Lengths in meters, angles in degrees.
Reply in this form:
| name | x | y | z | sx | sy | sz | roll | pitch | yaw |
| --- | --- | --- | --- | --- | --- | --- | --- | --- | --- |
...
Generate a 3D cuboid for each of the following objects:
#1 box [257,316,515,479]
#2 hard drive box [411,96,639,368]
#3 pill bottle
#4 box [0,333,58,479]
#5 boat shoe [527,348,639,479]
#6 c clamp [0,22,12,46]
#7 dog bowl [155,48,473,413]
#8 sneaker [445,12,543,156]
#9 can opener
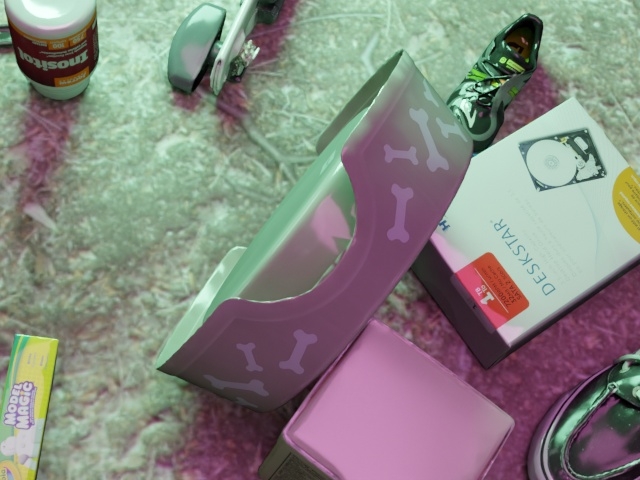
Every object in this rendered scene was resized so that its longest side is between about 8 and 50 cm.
| name | x | y | z | sx | sy | sz | roll | pitch | yaw |
| --- | --- | --- | --- | --- | --- | --- | --- | --- | --- |
| box | 0.047 | 0.181 | 0.935 | 0.148 | 0.232 | 0.127 | 36 | 69 | 4 |
| hard drive box | 0.216 | -0.009 | 1.112 | 0.232 | 0.089 | 0.181 | -32 | 77 | -18 |
| pill bottle | -0.264 | -0.203 | 1.077 | 0.086 | 0.152 | 0.086 | 3 | 69 | -8 |
| box | -0.266 | 0.183 | 0.956 | 0.043 | 0.105 | 0.179 | 8 | 68 | -12 |
| boat shoe | 0.336 | 0.153 | 1.059 | 0.306 | 0.105 | 0.113 | -28 | 76 | -17 |
| c clamp | -0.361 | -0.265 | 1.159 | 0.160 | 0.022 | 0.137 | -13 | 77 | -15 |
| dog bowl | 0.000 | 0.000 | 0.951 | 0.102 | 0.349 | 0.349 | 38 | 68 | -8 |
| sneaker | 0.188 | -0.174 | 1.174 | 0.067 | 0.078 | 0.188 | 30 | 69 | 4 |
| can opener | -0.076 | -0.280 | 1.177 | 0.093 | 0.074 | 0.280 | 24 | 68 | 2 |
